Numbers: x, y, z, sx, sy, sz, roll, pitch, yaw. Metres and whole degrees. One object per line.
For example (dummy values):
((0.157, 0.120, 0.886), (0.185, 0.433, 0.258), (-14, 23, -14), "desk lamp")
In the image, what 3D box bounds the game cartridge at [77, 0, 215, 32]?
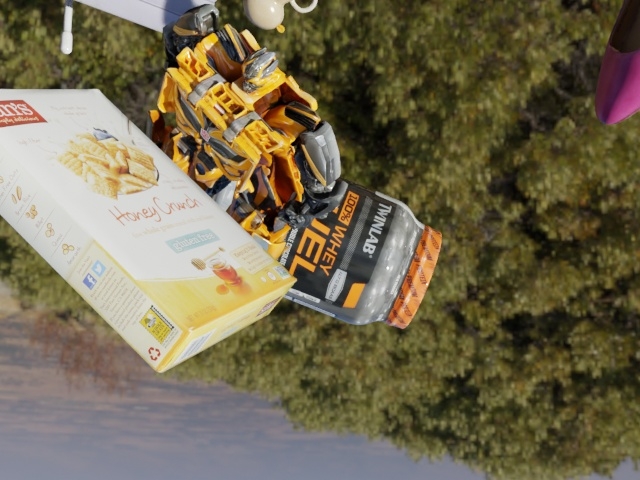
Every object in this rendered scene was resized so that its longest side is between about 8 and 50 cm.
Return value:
((-0.273, -0.420, 1.083), (0.355, 0.068, 0.230), (13, 117, -40), "game cartridge")

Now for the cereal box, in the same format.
((-0.145, -0.022, 0.608), (0.047, 0.240, 0.173), (-50, 170, 21), "cereal box")

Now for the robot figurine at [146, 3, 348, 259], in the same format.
((-0.082, -0.069, 0.734), (0.085, 0.211, 0.291), (-40, 170, -25), "robot figurine")

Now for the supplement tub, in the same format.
((0.000, 0.000, 1.266), (0.338, 0.207, 0.207), (21, 161, -1), "supplement tub")

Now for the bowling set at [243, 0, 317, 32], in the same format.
((-0.110, -0.376, 0.912), (0.154, 0.200, 0.287), (-36, 114, 18), "bowling set")

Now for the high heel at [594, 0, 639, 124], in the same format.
((0.397, -0.337, 1.041), (0.181, 0.377, 0.127), (12, -159, -21), "high heel")

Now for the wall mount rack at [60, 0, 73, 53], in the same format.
((-0.304, -0.437, 1.383), (0.350, 0.304, 0.130), (-9, 118, 12), "wall mount rack")
